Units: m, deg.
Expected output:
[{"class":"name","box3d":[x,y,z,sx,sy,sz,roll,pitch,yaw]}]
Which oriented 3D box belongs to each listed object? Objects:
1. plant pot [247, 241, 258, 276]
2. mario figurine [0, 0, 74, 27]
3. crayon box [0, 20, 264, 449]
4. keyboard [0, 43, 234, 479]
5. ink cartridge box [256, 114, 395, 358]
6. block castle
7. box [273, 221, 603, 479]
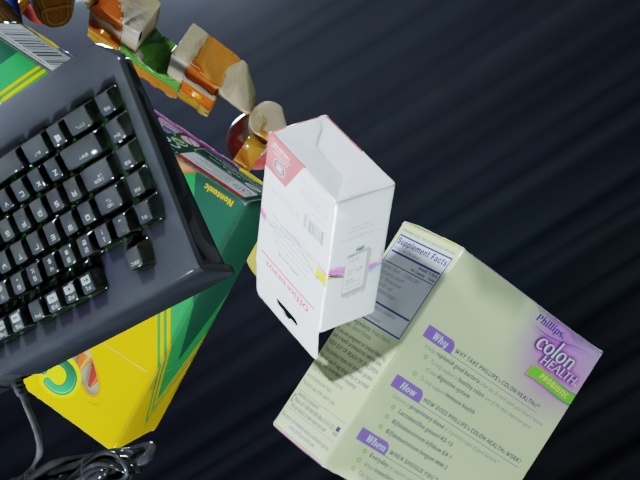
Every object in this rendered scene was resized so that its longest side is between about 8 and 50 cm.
[{"class":"plant pot","box3d":[-0.039,0.012,1.754,0.081,0.081,0.083,-39,-52,-48]},{"class":"mario figurine","box3d":[-0.395,-0.390,1.769,0.170,0.198,0.320,-62,39,41]},{"class":"crayon box","box3d":[-0.273,-0.009,1.595,0.363,0.313,0.106,34,-163,14]},{"class":"keyboard","box3d":[-0.165,0.054,0.739,0.033,0.317,0.201,-23,-93,-52]},{"class":"ink cartridge box","box3d":[0.000,0.000,1.376,0.115,0.067,0.198,48,144,36]},{"class":"block castle","box3d":[-0.292,-0.172,2.081,0.453,0.303,0.213,35,169,-3]},{"class":"box","box3d":[0.116,0.145,1.463,0.213,0.243,0.117,34,178,-30]}]
